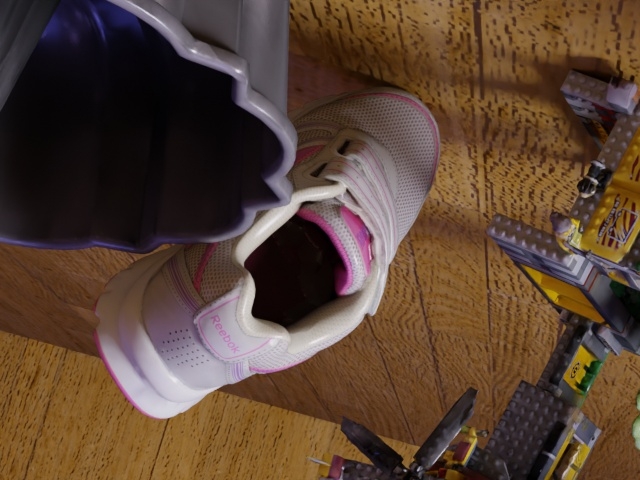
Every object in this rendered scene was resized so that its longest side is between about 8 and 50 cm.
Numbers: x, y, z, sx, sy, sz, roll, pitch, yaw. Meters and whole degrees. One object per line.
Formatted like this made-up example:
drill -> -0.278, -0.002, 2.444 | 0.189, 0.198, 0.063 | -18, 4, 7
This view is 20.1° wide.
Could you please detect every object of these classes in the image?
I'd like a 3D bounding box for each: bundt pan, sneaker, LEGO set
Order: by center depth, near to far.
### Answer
bundt pan -> -0.160, -0.112, 0.810 | 0.331, 0.124, 0.331 | 10, 160, 4
LEGO set -> 0.173, 0.072, 0.906 | 0.255, 0.331, 0.192 | 33, 176, 30
sneaker -> 0.000, 0.000, 0.956 | 0.111, 0.252, 0.103 | -12, 118, 47

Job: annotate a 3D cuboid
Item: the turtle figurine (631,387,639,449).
turtle figurine -> 0.312, 0.102, 1.073 | 0.266, 0.274, 0.198 | 14, 134, 32
